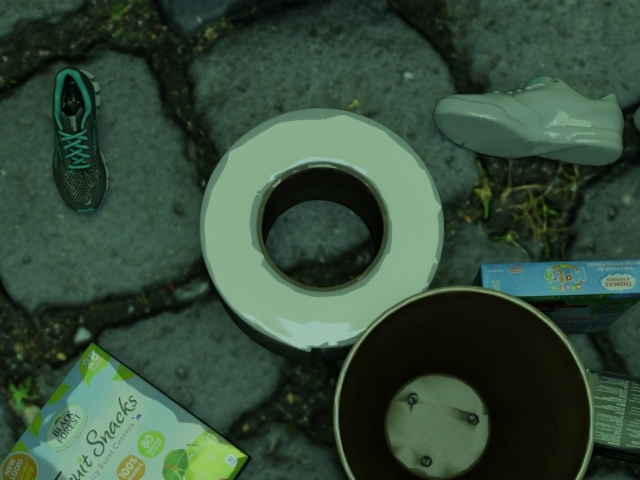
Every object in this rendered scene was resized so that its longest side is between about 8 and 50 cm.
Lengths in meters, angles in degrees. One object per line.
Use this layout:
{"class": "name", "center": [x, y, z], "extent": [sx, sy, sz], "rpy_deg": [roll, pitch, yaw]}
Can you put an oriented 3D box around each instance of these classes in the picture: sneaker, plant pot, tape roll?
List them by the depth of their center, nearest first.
{"class": "plant pot", "center": [0.126, 0.179, 1.345], "extent": [0.237, 0.254, 0.237], "rpy_deg": [0, 80, -2]}
{"class": "tape roll", "center": [0.000, 0.000, 1.418], "extent": [0.246, 0.169, 0.246], "rpy_deg": [0, 81, -1]}
{"class": "sneaker", "center": [-0.269, -0.113, 1.480], "extent": [0.065, 0.076, 0.166], "rpy_deg": [-9, 80, -2]}
{"class": "sneaker", "center": [0.230, -0.144, 1.504], "extent": [0.212, 0.080, 0.094], "rpy_deg": [10, 68, -6]}

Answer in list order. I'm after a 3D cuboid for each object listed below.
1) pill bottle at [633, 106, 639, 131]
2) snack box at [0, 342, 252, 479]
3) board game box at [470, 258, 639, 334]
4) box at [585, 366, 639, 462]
{"class": "pill bottle", "center": [0.476, -0.073, 1.444], "extent": [0.162, 0.162, 0.278], "rpy_deg": [-36, 83, -7]}
{"class": "snack box", "center": [-0.205, 0.237, 1.423], "extent": [0.207, 0.070, 0.174], "rpy_deg": [34, 82, 7]}
{"class": "board game box", "center": [0.230, 0.062, 1.389], "extent": [0.160, 0.211, 0.039], "rpy_deg": [-2, 76, -1]}
{"class": "box", "center": [0.341, 0.190, 1.401], "extent": [0.180, 0.147, 0.077], "rpy_deg": [11, 79, 0]}
